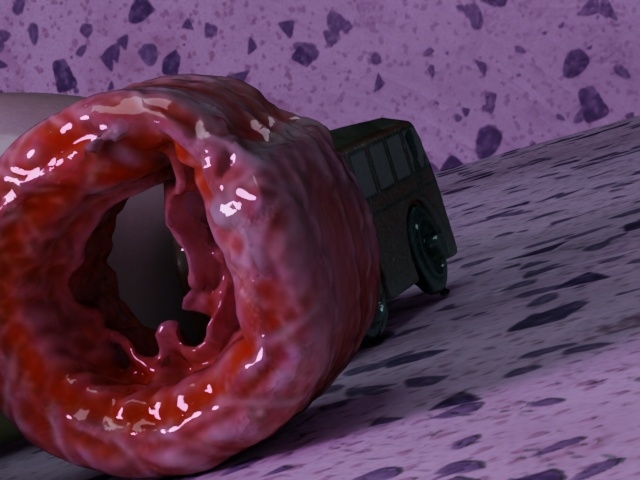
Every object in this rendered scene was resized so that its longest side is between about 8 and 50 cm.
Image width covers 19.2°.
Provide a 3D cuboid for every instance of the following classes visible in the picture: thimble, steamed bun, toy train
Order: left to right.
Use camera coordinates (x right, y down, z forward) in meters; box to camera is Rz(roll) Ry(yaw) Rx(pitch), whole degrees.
[{"bbox_3d":[-0.226,-0.013,1.488,0.324,0.206,0.324,1,4,0],"label":"steamed bun"},{"bbox_3d":[-0.088,0.020,1.114,0.239,0.239,0.162,-15,4,23],"label":"thimble"},{"bbox_3d":[0.000,0.000,1.440,0.129,0.159,0.326,-17,5,24],"label":"toy train"}]

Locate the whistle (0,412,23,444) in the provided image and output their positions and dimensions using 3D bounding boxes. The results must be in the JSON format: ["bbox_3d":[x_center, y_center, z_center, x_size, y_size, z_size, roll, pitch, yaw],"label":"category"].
[{"bbox_3d":[-0.342,0.125,1.326,0.294,0.141,0.141,-18,5,-19],"label":"whistle"}]
